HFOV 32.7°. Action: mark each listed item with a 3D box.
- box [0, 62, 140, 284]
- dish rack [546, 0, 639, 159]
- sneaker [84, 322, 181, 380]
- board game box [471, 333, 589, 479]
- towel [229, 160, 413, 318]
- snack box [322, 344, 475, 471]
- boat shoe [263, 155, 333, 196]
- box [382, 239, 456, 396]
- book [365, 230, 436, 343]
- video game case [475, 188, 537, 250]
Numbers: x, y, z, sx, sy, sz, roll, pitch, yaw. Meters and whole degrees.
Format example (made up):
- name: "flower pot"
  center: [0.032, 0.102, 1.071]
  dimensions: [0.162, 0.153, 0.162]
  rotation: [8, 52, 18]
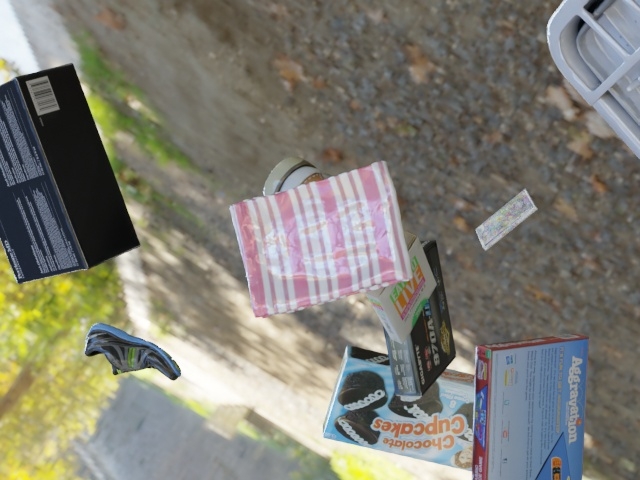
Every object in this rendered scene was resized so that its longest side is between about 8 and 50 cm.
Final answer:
- name: "box"
  center: [-0.374, -0.086, 1.478]
  dimensions: [0.184, 0.103, 0.261]
  rotation: [-11, 101, 42]
- name: "dish rack"
  center: [0.374, -0.138, 0.976]
  dimensions: [0.333, 0.072, 0.285]
  rotation: [51, 159, 6]
- name: "sneaker"
  center: [-0.329, 0.209, 1.916]
  dimensions: [0.188, 0.078, 0.067]
  rotation: [20, 165, 12]
- name: "board game box"
  center: [0.224, 0.246, 1.170]
  dimensions: [0.145, 0.281, 0.027]
  rotation: [-2, -173, -32]
- name: "towel"
  center: [0.000, 0.000, 1.263]
  dimensions: [0.197, 0.144, 0.029]
  rotation: [-15, 171, 13]
- name: "snack box"
  center: [0.182, 0.332, 2.140]
  dimensions: [0.322, 0.187, 0.060]
  rotation: [13, -159, -6]
- name: "boat shoe"
  center: [0.039, -0.012, 1.504]
  dimensions: [0.103, 0.113, 0.302]
  rotation: [35, -177, 36]
- name: "box"
  center: [0.162, 0.128, 1.838]
  dimensions: [0.051, 0.220, 0.175]
  rotation: [-4, -165, 28]
- name: "book"
  center: [0.102, 0.061, 1.386]
  dimensions: [0.035, 0.096, 0.144]
  rotation: [21, 161, 27]
- name: "video game case"
  center: [0.343, -0.039, 2.016]
  dimensions: [0.011, 0.122, 0.087]
  rotation: [44, -164, -19]
